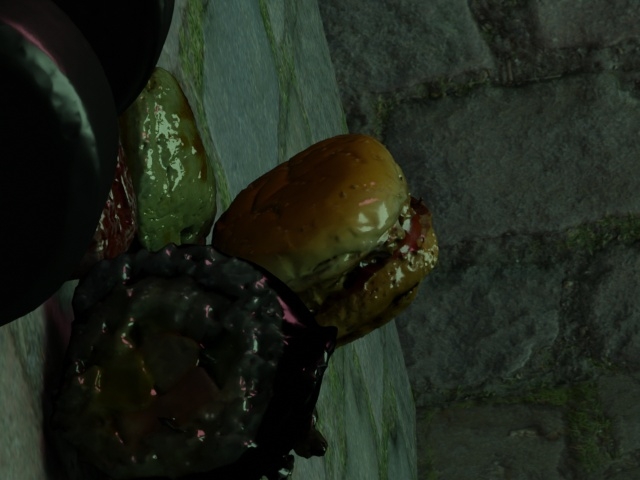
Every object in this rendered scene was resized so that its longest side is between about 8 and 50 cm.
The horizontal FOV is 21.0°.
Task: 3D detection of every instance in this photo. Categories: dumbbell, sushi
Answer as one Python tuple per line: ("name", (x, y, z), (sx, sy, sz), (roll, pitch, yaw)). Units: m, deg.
("dumbbell", (-0.201, -0.103, 0.990), (0.322, 0.204, 0.203), (-84, 163, -62))
("sushi", (-0.098, 0.134, 1.407), (0.238, 0.225, 0.218), (-54, 155, -30))

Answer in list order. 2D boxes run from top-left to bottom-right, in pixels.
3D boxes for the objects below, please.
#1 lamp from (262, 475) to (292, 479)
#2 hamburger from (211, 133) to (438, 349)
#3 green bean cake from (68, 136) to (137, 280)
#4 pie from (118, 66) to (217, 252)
("lamp", (-0.097, 0.193, 1.665), (0.121, 0.121, 0.214), (-69, 139, -75))
("hamburger", (0.000, 0.000, 1.761), (0.163, 0.244, 0.244), (50, 23, -27))
("green bean cake", (-0.198, -0.045, 1.454), (0.135, 0.056, 0.135), (-72, 150, -73))
("pie", (-0.152, -0.074, 1.689), (0.248, 0.090, 0.201), (74, 8, -62))
